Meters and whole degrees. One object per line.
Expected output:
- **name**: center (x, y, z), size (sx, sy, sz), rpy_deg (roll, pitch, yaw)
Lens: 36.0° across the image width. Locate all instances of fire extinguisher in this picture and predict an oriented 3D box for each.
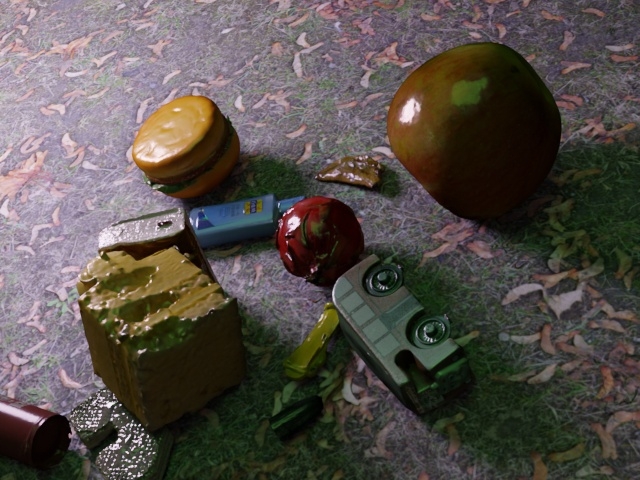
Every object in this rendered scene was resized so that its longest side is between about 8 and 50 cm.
- **fire extinguisher**: center (-0.619, 0.324, 1.875), size (0.337, 0.106, 0.147), rpy_deg (13, 41, 28)

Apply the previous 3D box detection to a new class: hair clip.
- **hair clip**: center (-0.011, 0.191, 1.820), size (0.072, 0.046, 0.173), rpy_deg (9, 50, 31)

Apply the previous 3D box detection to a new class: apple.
- **apple**: center (0.301, -0.214, 1.902), size (0.339, 0.340, 0.340), rpy_deg (-10, 45, 10)

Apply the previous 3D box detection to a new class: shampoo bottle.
- **shampoo bottle**: center (-0.149, -0.047, 2.089), size (0.258, 0.061, 0.104), rpy_deg (-11, 46, 10)

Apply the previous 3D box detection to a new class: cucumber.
- **cucumber**: center (-0.038, 0.307, 1.721), size (0.105, 0.048, 0.048), rpy_deg (-30, 45, -12)

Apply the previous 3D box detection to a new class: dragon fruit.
- **dragon fruit**: center (0.000, 0.000, 1.919), size (0.172, 0.172, 0.209), rpy_deg (-24, 36, -3)

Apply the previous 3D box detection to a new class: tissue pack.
- **tissue pack**: center (-0.312, 0.055, 1.929), size (0.183, 0.226, 0.092), rpy_deg (-16, 41, 4)

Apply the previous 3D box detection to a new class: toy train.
- **toy train**: center (0.136, 0.160, 1.744), size (0.159, 0.129, 0.326), rpy_deg (-35, 46, -6)

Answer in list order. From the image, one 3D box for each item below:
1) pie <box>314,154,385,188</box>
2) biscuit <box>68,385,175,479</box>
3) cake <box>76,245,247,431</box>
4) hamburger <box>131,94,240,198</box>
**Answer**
- **pie**: center (0.075, -0.149, 2.127), size (0.170, 0.034, 0.092), rpy_deg (16, 56, 38)
- **biscuit**: center (-0.355, 0.355, 1.787), size (0.147, 0.046, 0.250), rpy_deg (-33, 46, -13)
- **cake**: center (-0.305, 0.156, 1.797), size (0.222, 0.227, 0.286), rpy_deg (-28, 45, -30)
- **hamburger**: center (-0.294, -0.196, 2.208), size (0.246, 0.170, 0.246), rpy_deg (-19, 44, 20)
